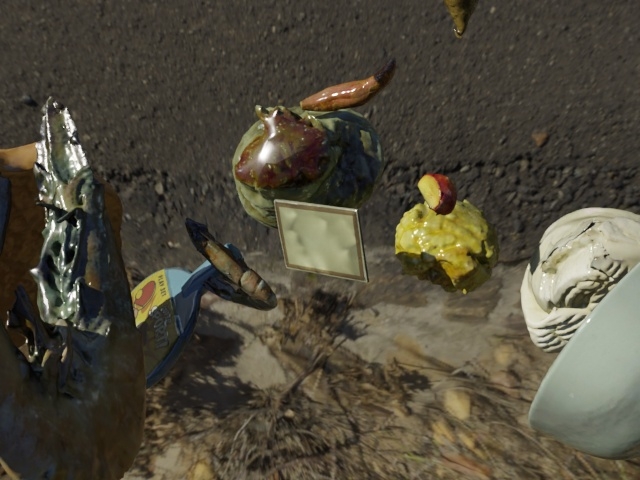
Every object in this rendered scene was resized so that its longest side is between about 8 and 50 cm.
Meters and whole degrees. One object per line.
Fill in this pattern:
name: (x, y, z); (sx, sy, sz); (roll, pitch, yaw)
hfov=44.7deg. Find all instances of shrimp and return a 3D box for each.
shrimp: (-0.266, 0.026, 0.739); (0.085, 0.272, 0.445); (-20, 60, 12)
shrimp: (-0.152, 0.042, 1.152); (0.195, 0.148, 0.035); (46, 65, -21)

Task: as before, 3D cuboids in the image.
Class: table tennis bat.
table tennis bat: (-0.255, 0.122, 1.287); (0.329, 0.044, 0.215); (-41, 40, 15)

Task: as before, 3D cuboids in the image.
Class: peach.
peach: (0.199, -0.082, 1.308); (0.077, 0.083, 0.050); (42, 121, 8)

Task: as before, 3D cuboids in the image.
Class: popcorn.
popcorn: (0.293, 0.018, 1.824); (0.249, 0.225, 0.249); (8, 55, -12)

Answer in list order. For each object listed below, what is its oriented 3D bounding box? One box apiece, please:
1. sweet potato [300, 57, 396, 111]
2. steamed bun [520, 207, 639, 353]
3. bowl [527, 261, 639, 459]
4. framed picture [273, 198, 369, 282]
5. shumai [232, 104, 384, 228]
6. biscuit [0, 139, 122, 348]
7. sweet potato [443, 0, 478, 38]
sweet potato: (0.075, -0.344, 1.796); (0.255, 0.078, 0.058); (-18, 41, 27)
steamed bun: (0.545, 0.066, 1.445); (0.347, 0.394, 0.237); (-10, 46, 16)
bowl: (0.386, 0.149, 0.882); (0.289, 0.289, 0.146); (-42, 60, -10)
framed picture: (0.000, 0.000, 1.691); (0.010, 0.231, 0.173); (-34, 124, -44)
shumai: (-0.069, -0.194, 1.849); (0.398, 0.323, 0.324); (-3, 85, 19)
biscuit: (-0.444, 0.023, 1.044); (0.365, 0.385, 0.062); (-22, 56, -30)
sweet potato: (0.159, -0.355, 0.829); (0.075, 0.269, 0.074); (1, 37, 0)
